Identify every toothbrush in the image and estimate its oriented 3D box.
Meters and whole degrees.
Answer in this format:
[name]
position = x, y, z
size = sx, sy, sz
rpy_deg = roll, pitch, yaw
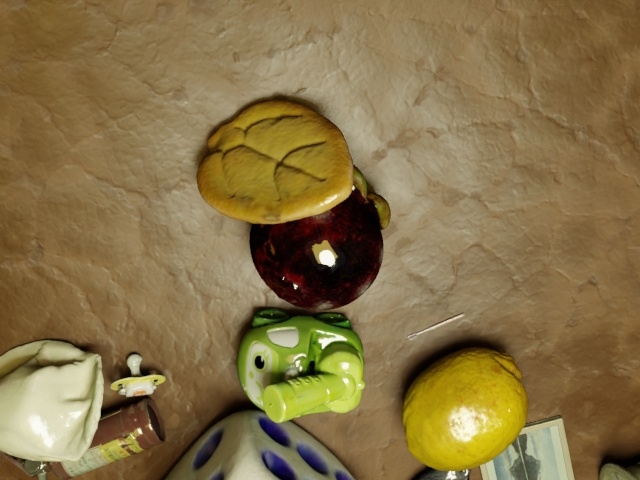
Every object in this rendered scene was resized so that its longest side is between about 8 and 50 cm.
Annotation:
[toothbrush]
position = 0.181, 0.135, 1.438
size = 0.097, 0.008, 0.006
rpy_deg = -24, 118, 1

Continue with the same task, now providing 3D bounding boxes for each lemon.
[lemon]
position = 0.218, 0.253, 1.387
size = 0.207, 0.170, 0.170
rpy_deg = -34, 104, 3

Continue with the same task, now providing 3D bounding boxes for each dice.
[dice]
position = -0.101, 0.453, 1.343
size = 0.277, 0.304, 0.304
rpy_deg = 37, 98, -11

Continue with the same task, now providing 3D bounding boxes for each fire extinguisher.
[fire extinguisher]
position = -0.371, 0.307, 1.421
size = 0.252, 0.106, 0.075
rpy_deg = -21, 143, 3

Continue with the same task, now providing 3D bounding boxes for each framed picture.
[framed picture]
position = 0.343, 0.397, 1.511
size = 0.150, 0.015, 0.203
rpy_deg = -14, 104, 0

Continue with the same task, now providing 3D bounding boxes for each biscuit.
[biscuit]
position = -0.059, -0.108, 1.259
size = 0.203, 0.260, 0.041
rpy_deg = -49, 141, -18

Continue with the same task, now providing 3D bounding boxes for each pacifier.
[pacifier]
position = -0.281, 0.206, 1.407
size = 0.083, 0.068, 0.064
rpy_deg = -4, 70, -21

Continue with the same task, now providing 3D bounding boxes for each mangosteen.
[mangosteen]
position = 0.000, 0.000, 1.304
size = 0.210, 0.210, 0.209
rpy_deg = -1, 104, -4

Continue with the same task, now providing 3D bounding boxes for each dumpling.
[dumpling]
position = -0.416, 0.230, 1.355
size = 0.252, 0.131, 0.179
rpy_deg = 3, 65, 27

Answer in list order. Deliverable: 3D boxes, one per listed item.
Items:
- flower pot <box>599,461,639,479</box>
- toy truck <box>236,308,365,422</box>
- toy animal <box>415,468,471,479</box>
[flower pot]
position = 0.578, 0.410, 1.448
size = 0.203, 0.212, 0.212
rpy_deg = -24, 104, -8
[toy truck]
position = -0.015, 0.194, 1.349
size = 0.187, 0.210, 0.148
rpy_deg = -2, 104, -22
[toy animal]
position = 0.166, 0.415, 1.483
size = 0.117, 0.121, 0.210
rpy_deg = 24, 83, 34
